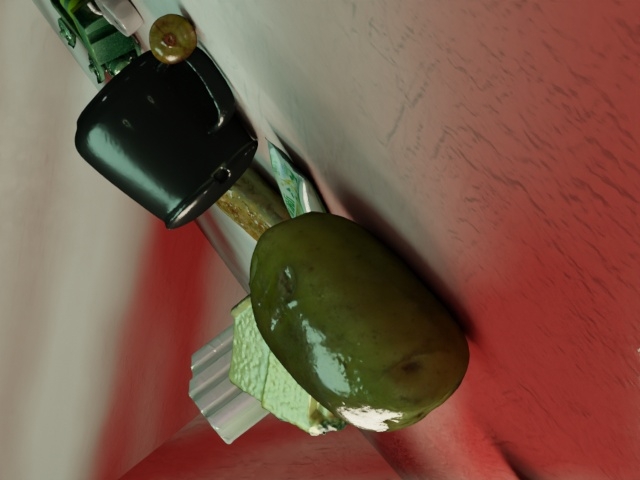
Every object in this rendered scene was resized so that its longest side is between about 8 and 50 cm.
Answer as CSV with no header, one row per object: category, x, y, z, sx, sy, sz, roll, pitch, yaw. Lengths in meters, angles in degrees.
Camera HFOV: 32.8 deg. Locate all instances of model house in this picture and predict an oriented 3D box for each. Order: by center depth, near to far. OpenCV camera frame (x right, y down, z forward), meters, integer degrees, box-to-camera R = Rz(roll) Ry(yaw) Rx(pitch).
model house,-0.012,0.141,1.610,0.214,0.195,0.189,28,135,37

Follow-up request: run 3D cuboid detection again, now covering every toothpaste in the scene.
toothpaste,0.000,0.000,1.205,0.075,0.048,0.297,50,169,38

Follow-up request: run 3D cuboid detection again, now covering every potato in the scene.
potato,0.026,0.072,0.994,0.228,0.148,0.197,47,-174,15

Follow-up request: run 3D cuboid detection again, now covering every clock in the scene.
clock,-0.282,-0.320,1.396,0.129,0.041,0.087,51,171,-29

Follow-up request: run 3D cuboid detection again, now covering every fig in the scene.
fig,-0.150,-0.210,1.114,0.050,0.050,0.083,55,-170,-20

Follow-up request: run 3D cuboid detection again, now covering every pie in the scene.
pie,-0.093,-0.051,1.412,0.282,0.068,0.129,44,170,44

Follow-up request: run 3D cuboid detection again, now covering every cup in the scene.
cup,-0.161,-0.123,1.219,0.176,0.169,0.223,48,142,-3

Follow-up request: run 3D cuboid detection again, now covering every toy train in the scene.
toy train,-0.334,-0.322,1.593,0.200,0.083,0.132,47,160,36

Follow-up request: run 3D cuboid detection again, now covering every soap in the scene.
soap,-0.119,0.237,2.114,0.173,0.289,0.095,46,169,34
